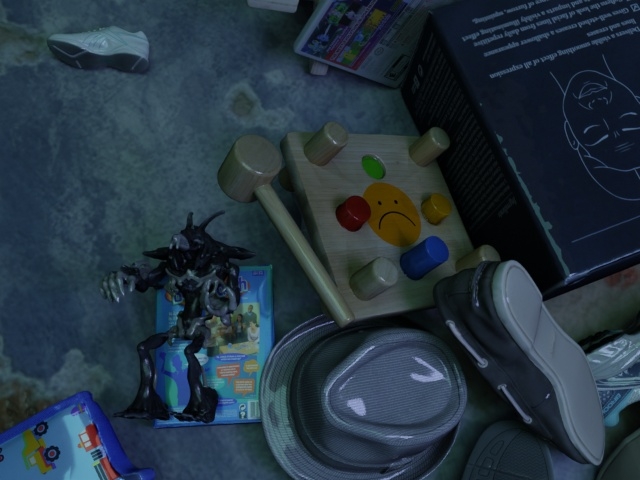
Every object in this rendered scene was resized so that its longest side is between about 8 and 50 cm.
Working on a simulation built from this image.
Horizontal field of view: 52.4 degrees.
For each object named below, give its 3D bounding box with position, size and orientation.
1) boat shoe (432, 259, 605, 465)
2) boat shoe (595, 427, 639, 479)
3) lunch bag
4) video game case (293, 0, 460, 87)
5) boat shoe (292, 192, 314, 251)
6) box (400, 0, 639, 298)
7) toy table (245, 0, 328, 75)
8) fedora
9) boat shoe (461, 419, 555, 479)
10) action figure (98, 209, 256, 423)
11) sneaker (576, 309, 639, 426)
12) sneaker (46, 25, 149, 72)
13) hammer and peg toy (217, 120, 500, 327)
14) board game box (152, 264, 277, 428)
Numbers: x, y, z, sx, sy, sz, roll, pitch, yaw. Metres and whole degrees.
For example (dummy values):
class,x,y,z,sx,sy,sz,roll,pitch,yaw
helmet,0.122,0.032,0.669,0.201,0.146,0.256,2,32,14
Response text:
class,x,y,z,sx,sy,sz,roll,pitch,yaw
boat shoe,0.249,0.151,0.787,0.335,0.096,0.112,53,48,-27
boat shoe,0.465,0.236,0.778,0.097,0.116,0.324,25,114,-6
lunch bag,-0.313,0.322,0.718,0.293,0.138,0.220,-32,76,8
video game case,0.087,-0.313,0.919,0.184,0.201,0.023,12,56,-27
boat shoe,0.000,0.000,0.923,0.063,0.066,0.184,-29,86,-12
box,0.336,-0.143,0.905,0.294,0.212,0.395,-19,74,-9
toy table,0.021,-0.390,0.958,0.275,0.252,0.160,-4,59,-4
fedora,0.070,0.191,0.807,0.276,0.124,0.243,-1,72,-16
boat shoe,0.230,0.388,0.804,0.118,0.103,0.320,0,66,16
action figure,-0.170,0.079,0.795,0.164,0.141,0.275,0,74,10
sneaker,0.464,0.151,0.866,0.283,0.110,0.122,-29,87,13
sneaker,-0.338,-0.299,0.999,0.152,0.053,0.061,6,63,-8
hammer and peg toy,0.046,-0.017,0.817,0.362,0.127,0.265,-6,68,-37
board game box,-0.140,0.141,0.874,0.160,0.047,0.210,-2,73,-3
